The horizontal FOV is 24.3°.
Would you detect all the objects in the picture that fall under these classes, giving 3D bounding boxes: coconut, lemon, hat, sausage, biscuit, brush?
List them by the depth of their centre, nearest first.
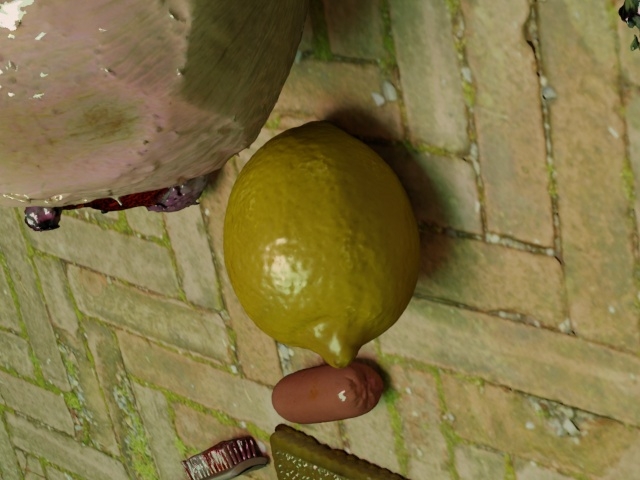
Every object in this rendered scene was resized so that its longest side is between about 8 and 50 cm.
[{"bbox_3d":[-0.164,-0.239,1.219,0.404,0.404,0.404,31,138,33],"label":"coconut"},{"bbox_3d":[0.000,0.000,1.359,0.187,0.187,0.244,-37,55,56],"label":"lemon"},{"bbox_3d":[-0.220,-0.059,1.547,0.129,0.227,0.140,48,139,12],"label":"hat"},{"bbox_3d":[0.007,0.162,1.581,0.154,0.062,0.062,-18,103,55],"label":"sausage"},{"bbox_3d":[0.040,0.316,1.694,0.254,0.029,0.172,16,129,45],"label":"biscuit"},{"bbox_3d":[-0.166,0.306,1.917,0.321,0.060,0.050,-34,77,56],"label":"brush"}]

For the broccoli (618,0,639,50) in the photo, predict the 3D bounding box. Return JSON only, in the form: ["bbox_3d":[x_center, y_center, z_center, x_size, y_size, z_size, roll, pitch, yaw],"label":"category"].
[{"bbox_3d":[0.210,-0.203,1.021,0.122,0.118,0.204,45,176,-41],"label":"broccoli"}]
